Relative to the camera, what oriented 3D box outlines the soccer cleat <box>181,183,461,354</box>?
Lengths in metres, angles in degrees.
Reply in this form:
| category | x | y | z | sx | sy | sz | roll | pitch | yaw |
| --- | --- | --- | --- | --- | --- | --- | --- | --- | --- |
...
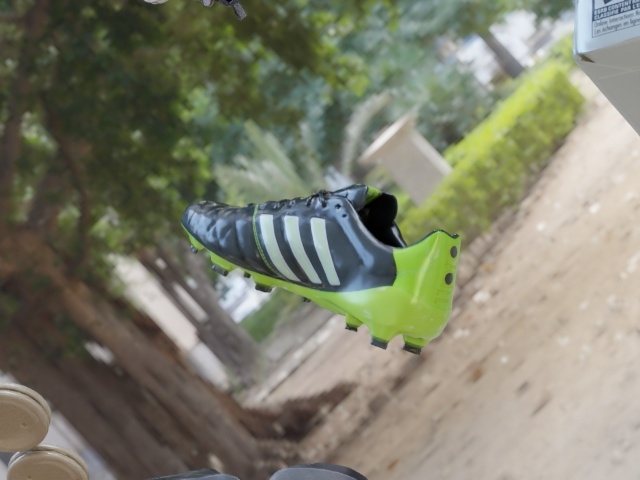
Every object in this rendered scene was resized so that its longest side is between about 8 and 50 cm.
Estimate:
| category | x | y | z | sx | sy | sz | roll | pitch | yaw |
| --- | --- | --- | --- | --- | --- | --- | --- | --- | --- |
| soccer cleat | 0.000 | 0.000 | 0.764 | 0.060 | 0.179 | 0.072 | 13 | -83 | -52 |

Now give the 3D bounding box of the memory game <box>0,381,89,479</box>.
| category | x | y | z | sx | sy | sz | roll | pitch | yaw |
| --- | --- | --- | --- | --- | --- | --- | --- | --- | --- |
| memory game | -0.196 | 0.108 | 0.657 | 0.186 | 0.186 | 0.012 | -43 | 26 | 28 |

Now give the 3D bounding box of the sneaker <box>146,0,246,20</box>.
| category | x | y | z | sx | sy | sz | roll | pitch | yaw |
| --- | --- | --- | --- | --- | --- | --- | --- | --- | --- |
| sneaker | -0.072 | -0.150 | 0.857 | 0.038 | 0.069 | 0.098 | -52 | -1 | -17 |

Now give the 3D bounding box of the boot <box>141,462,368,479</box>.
| category | x | y | z | sx | sy | sz | roll | pitch | yaw |
| --- | --- | --- | --- | --- | --- | --- | --- | --- | --- |
| boot | -0.096 | 0.209 | 0.749 | 0.223 | 0.338 | 0.118 | -133 | 51 | -58 |

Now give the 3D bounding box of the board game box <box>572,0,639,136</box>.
| category | x | y | z | sx | sy | sz | roll | pitch | yaw |
| --- | --- | --- | --- | --- | --- | --- | --- | --- | --- |
| board game box | 0.238 | -0.218 | 0.683 | 0.224 | 0.097 | 0.303 | -11 | 61 | 32 |
